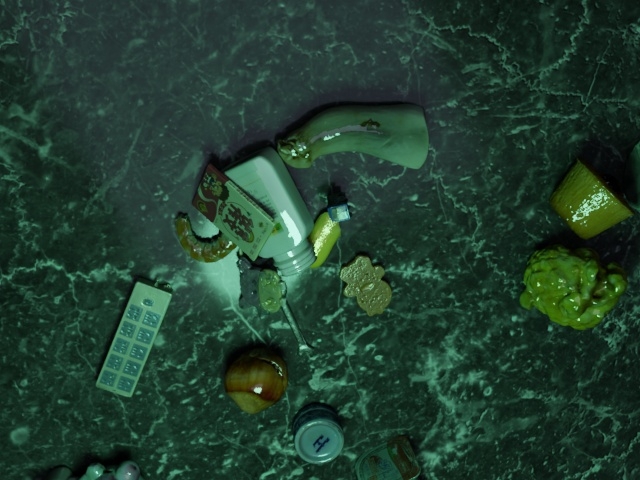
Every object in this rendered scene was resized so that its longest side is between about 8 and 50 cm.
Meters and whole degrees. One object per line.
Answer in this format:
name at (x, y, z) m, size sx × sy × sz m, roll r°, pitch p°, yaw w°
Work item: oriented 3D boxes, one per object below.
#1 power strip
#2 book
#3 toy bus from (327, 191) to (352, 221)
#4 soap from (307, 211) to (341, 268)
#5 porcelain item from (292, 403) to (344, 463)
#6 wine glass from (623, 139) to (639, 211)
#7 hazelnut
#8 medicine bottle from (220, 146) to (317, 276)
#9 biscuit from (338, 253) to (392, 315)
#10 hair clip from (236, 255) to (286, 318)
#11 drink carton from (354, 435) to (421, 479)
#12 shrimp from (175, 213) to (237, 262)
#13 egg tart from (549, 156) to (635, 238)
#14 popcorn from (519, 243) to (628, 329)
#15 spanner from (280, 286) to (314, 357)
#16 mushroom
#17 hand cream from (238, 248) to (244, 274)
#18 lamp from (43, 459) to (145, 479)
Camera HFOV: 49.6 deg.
power strip at (-0.510, 0.263, 1.909) m, size 0.106 × 0.043 × 0.367 m, roll 21°, pitch 102°, yaw -13°
book at (-0.225, -0.070, 1.774) m, size 0.232 × 0.022 × 0.162 m, roll 43°, pitch 138°, yaw 8°
toy bus at (0.048, -0.088, 1.823) m, size 0.061 × 0.153 × 0.051 m, roll -16°, pitch 107°, yaw 4°
soap at (0.000, 0.000, 1.902) m, size 0.089 × 0.033 × 0.168 m, roll 35°, pitch 101°, yaw -14°
porcelain item at (-0.008, 0.559, 2.018) m, size 0.147 × 0.114 × 0.147 m, roll -1°, pitch 105°, yaw -5°
wine glass at (1.066, -0.174, 1.882) m, size 0.405 × 0.267 × 0.267 m, roll 4°, pitch 105°, yaw -4°
hazelnut at (-0.173, 0.391, 1.933) m, size 0.182 × 0.182 × 0.182 m, roll -2°, pitch 106°, yaw -7°
medicine bottle at (-0.127, -0.067, 1.807) m, size 0.179 × 0.124 × 0.324 m, roll -21°, pitch 105°, yaw 27°
biscuit at (0.133, 0.123, 1.958) m, size 0.184 × 0.027 × 0.133 m, roll 41°, pitch 96°, yaw -17°
hair clip at (-0.157, 0.141, 1.883) m, size 0.146 × 0.056 × 0.187 m, roll 12°, pitch 131°, yaw 21°
drink carton at (0.223, 0.730, 2.076) m, size 0.191 × 0.185 × 0.190 m, roll -26°, pitch 118°, yaw -1°
shrimp at (-0.302, -0.025, 1.858) m, size 0.161 × 0.049 × 0.166 m, roll -37°, pitch 99°, yaw 5°
egg tart at (0.731, -0.114, 1.886) m, size 0.215 × 0.215 × 0.171 m, roll 40°, pitch 112°, yaw -16°
popcorn at (0.695, 0.124, 1.930) m, size 0.250 × 0.235 × 0.242 m, roll 14°, pitch 122°, yaw 2°
spanner at (-0.081, 0.230, 1.968) m, size 0.054 × 0.015 × 0.255 m, roll -23°, pitch 107°, yaw -1°
mushroom at (0.086, -0.268, 1.794) m, size 0.396 × 0.126 × 0.178 m, roll 0°, pitch 114°, yaw -11°
hand cream at (-0.214, 0.052, 1.894) m, size 0.022 × 0.035 × 0.102 m, roll -5°, pitch 111°, yaw 1°
lamp at (-0.633, 0.744, 1.933) m, size 0.300 × 0.247 × 0.247 m, roll -4°, pitch 104°, yaw 2°
